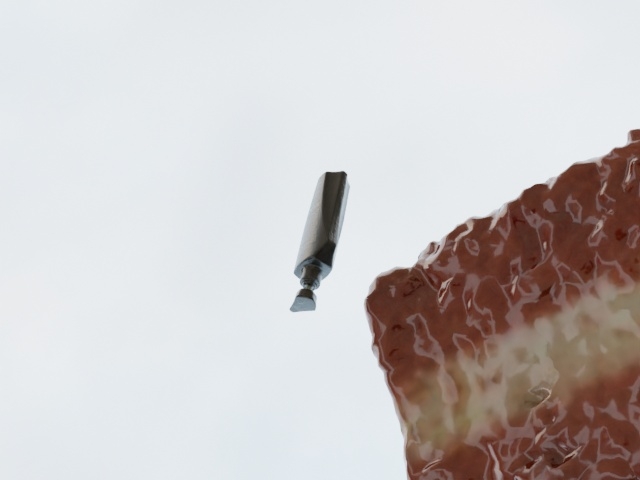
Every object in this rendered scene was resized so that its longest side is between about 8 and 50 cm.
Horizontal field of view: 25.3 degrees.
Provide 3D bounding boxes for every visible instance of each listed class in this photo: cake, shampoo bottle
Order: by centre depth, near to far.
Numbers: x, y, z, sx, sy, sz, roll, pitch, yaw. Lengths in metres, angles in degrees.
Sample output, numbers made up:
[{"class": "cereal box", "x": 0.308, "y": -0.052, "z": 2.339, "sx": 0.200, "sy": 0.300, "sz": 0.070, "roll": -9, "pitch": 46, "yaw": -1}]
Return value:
[{"class": "cake", "x": 0.213, "y": 0.133, "z": 0.819, "sx": 0.270, "sy": 0.269, "sz": 0.319, "roll": -27, "pitch": -121, "yaw": 24}, {"class": "shampoo bottle", "x": 0.000, "y": 0.000, "z": 1.164, "sx": 0.027, "sy": 0.048, "sz": 0.137, "roll": 30, "pitch": -134, "yaw": -18}]
